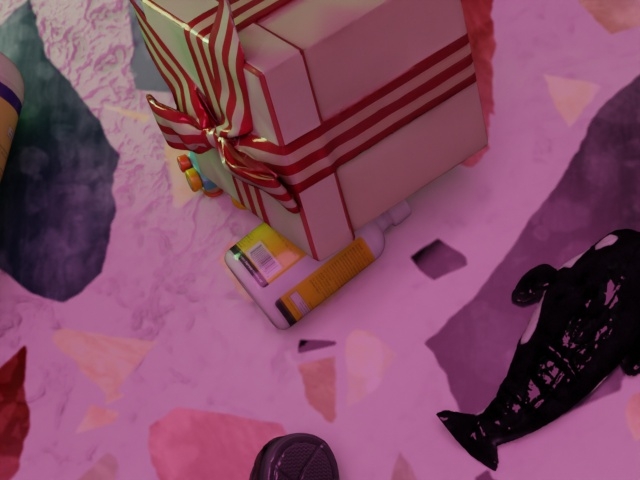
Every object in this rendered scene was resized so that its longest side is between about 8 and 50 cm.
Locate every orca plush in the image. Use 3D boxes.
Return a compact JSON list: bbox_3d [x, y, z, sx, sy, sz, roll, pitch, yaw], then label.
[{"bbox_3d":[0.235,0.094,1.502,0.287,0.102,0.151,-35,74,-3],"label":"orca plush"}]

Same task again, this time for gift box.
[{"bbox_3d":[-0.026,-0.172,1.464,0.258,0.276,0.255,-34,37,-19],"label":"gift box"}]

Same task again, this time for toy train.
[{"bbox_3d":[-0.068,-0.077,1.615,0.166,0.046,0.125,16,54,19],"label":"toy train"}]

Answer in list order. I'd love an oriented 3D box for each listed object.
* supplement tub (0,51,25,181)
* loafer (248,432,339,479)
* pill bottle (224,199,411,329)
[{"bbox_3d":[-0.456,-0.049,1.546,0.241,0.241,0.331,10,76,9],"label":"supplement tub"},{"bbox_3d":[-0.036,0.342,1.486,0.109,0.095,0.302,8,79,-23],"label":"loafer"},{"bbox_3d":[0.000,0.000,1.553,0.184,0.103,0.103,-38,74,-5],"label":"pill bottle"}]
